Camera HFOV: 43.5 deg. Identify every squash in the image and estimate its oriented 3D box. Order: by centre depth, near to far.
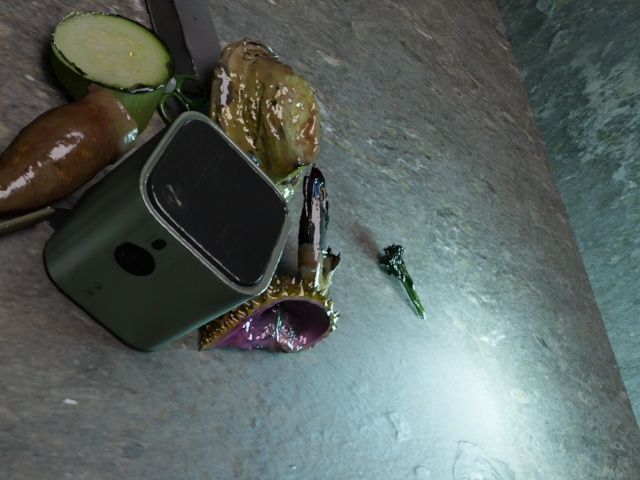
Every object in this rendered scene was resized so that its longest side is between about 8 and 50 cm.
[{"bbox_3d":[-0.377,-0.302,1.418,0.220,0.133,0.220,21,46,-23],"label":"squash"}]

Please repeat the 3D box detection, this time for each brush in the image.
[{"bbox_3d":[-0.468,0.011,1.073,0.282,0.054,0.048,-35,104,-57],"label":"brush"}]

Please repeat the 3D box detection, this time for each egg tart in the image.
[{"bbox_3d":[-0.096,-0.233,1.598,0.352,0.150,0.352,10,79,-62],"label":"egg tart"}]

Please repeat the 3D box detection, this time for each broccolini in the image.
[{"bbox_3d":[0.197,0.107,1.927,0.074,0.058,0.201,-34,110,-43],"label":"broccolini"}]

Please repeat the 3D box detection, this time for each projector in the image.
[{"bbox_3d":[-0.228,-0.009,1.230,0.248,0.249,0.248,45,37,-21],"label":"projector"}]

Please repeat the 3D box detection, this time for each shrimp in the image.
[{"bbox_3d":[0.000,0.000,1.626,0.222,0.054,0.291,6,84,-75],"label":"shrimp"}]

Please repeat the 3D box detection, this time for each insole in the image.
[{"bbox_3d":[-0.368,-0.020,1.277,0.152,0.002,0.053,14,55,-49],"label":"insole"}]

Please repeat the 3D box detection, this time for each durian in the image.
[{"bbox_3d":[-0.075,0.119,1.441,0.260,0.186,0.154,27,50,-59],"label":"durian"}]

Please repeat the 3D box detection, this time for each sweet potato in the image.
[{"bbox_3d":[-0.399,-0.125,1.199,0.131,0.131,0.337,53,33,-12],"label":"sweet potato"}]

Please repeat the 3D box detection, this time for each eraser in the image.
[{"bbox_3d":[-0.276,-0.422,1.648,0.111,0.077,0.353,7,59,-55],"label":"eraser"}]

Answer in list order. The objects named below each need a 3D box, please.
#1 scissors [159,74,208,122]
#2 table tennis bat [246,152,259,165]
[{"bbox_3d":[-0.309,-0.318,1.529,0.204,0.101,0.027,46,3,-2],"label":"scissors"},{"bbox_3d":[-0.172,-0.070,1.462,0.124,0.033,0.201,35,80,-32],"label":"table tennis bat"}]
